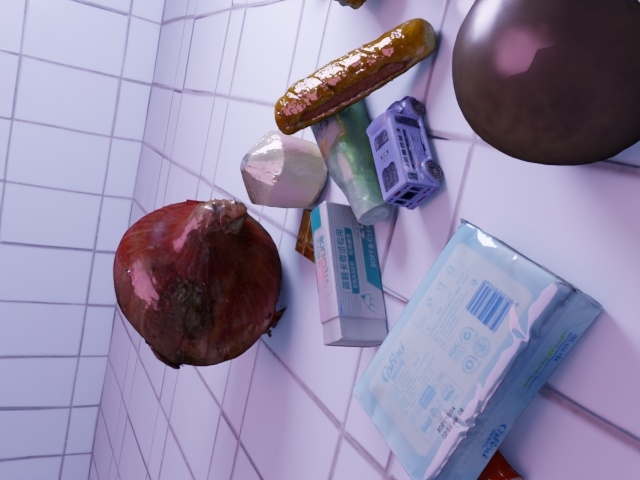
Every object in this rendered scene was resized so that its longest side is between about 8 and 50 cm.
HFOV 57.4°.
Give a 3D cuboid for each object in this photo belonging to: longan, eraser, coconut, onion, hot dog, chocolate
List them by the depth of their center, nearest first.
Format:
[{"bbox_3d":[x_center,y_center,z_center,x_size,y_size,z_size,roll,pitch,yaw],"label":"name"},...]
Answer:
[{"bbox_3d":[0.221,-0.166,0.567,0.198,0.198,0.212,-57,40,38],"label":"longan"},{"bbox_3d":[0.044,-0.253,0.904,0.286,0.061,0.087,-28,48,21],"label":"hot dog"},{"bbox_3d":[0.044,0.052,0.919,0.052,0.096,0.225,-32,57,49],"label":"eraser"},{"bbox_3d":[0.046,-0.152,0.959,0.110,0.110,0.291,-52,44,43],"label":"chocolate"},{"bbox_3d":[-0.076,-0.131,1.107,0.147,0.153,0.147,-15,72,56],"label":"coconut"},{"bbox_3d":[-0.235,0.083,1.180,0.354,0.354,0.353,-18,69,58],"label":"onion"}]

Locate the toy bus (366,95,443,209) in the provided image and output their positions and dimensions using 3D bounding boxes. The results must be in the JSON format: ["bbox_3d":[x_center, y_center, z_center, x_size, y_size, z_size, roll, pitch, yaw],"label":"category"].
[{"bbox_3d":[0.116,-0.133,0.849,0.073,0.076,0.167,-44,49,48],"label":"toy bus"}]

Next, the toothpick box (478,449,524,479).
[{"bbox_3d":[0.191,0.252,0.673,0.047,0.047,0.083,-67,33,27],"label":"toothpick box"}]

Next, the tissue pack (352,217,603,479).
[{"bbox_3d":[0.163,0.128,0.663,0.263,0.089,0.177,-61,34,12],"label":"tissue pack"}]

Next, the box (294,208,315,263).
[{"bbox_3d":[0.000,0.000,1.078,0.156,0.022,0.088,33,112,57],"label":"box"}]

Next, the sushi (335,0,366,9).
[{"bbox_3d":[0.008,-0.523,1.005,0.139,0.184,0.274,-56,38,37],"label":"sushi"}]

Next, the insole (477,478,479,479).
[{"bbox_3d":[0.176,0.277,0.736,0.045,0.002,0.135,-63,36,29],"label":"insole"}]
